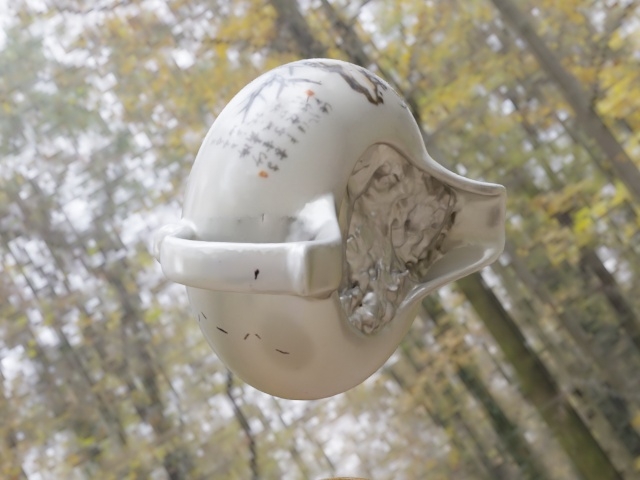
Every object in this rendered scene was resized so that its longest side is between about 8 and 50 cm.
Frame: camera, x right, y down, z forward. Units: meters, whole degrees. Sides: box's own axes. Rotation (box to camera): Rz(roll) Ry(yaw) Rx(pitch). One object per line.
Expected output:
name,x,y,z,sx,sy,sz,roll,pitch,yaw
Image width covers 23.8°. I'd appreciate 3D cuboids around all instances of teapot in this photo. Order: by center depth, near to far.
teapot,0.000,0.000,0.916,0.299,0.166,0.208,-26,-50,-66

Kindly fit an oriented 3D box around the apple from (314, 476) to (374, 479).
apple,0.017,0.223,0.824,0.199,0.199,0.199,-29,-19,-11
